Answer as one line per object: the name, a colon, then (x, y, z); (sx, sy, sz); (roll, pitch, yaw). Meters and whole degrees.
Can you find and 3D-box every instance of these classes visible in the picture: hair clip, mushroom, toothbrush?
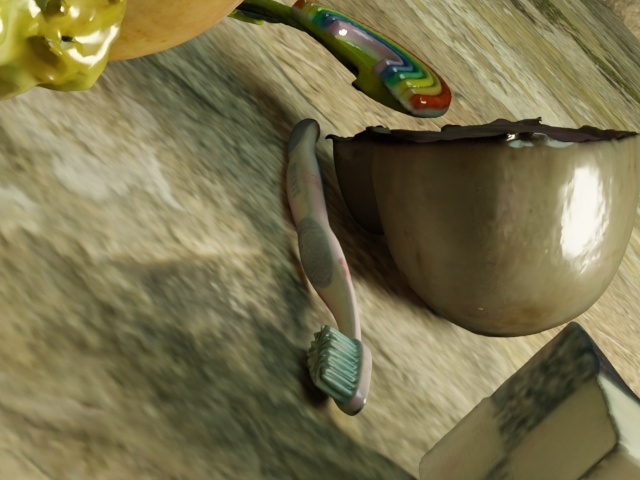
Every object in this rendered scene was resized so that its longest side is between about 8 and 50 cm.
hair clip: (0.006, -0.105, 0.855); (0.060, 0.033, 0.188); (13, 15, -47)
mushroom: (0.088, -0.011, 0.798); (0.188, 0.141, 0.117); (-5, 86, -69)
toothbrush: (0.000, 0.000, 0.723); (0.027, 0.021, 0.269); (44, 16, -22)

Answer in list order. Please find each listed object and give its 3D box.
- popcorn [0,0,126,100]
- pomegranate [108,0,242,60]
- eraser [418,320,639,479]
popcorn: (-0.130, -0.100, 0.492); (0.145, 0.126, 0.126); (33, 19, 36)
pomegranate: (-0.082, -0.167, 0.645); (0.191, 0.191, 0.191); (40, 18, -15)
eraser: (0.216, 0.194, 0.642); (0.404, 0.096, 0.098); (39, 19, -19)
